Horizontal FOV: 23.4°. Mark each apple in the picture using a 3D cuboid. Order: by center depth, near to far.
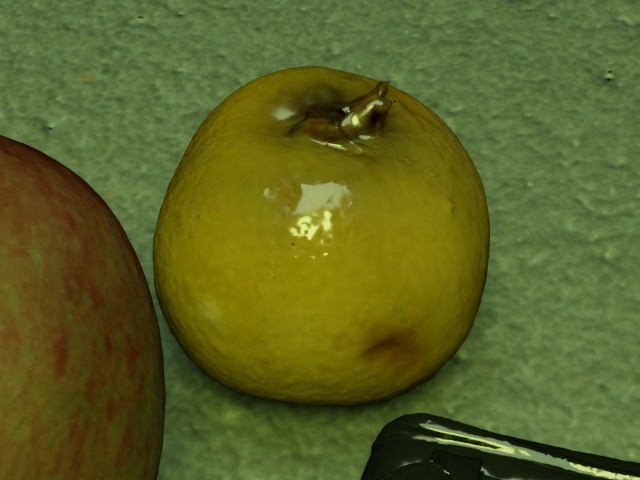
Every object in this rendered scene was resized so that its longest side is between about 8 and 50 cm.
[{"bbox_3d":[-0.234,0.107,0.745,0.345,0.345,0.269,-18,71,-15],"label":"apple"}]

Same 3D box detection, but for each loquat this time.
[{"bbox_3d":[0.000,0.000,0.913,0.208,0.208,0.208,-1,45,1],"label":"loquat"}]

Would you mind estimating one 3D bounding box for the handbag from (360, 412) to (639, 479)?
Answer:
[{"bbox_3d":[0.134,0.202,0.792,0.275,0.088,0.244,9,42,13],"label":"handbag"}]
